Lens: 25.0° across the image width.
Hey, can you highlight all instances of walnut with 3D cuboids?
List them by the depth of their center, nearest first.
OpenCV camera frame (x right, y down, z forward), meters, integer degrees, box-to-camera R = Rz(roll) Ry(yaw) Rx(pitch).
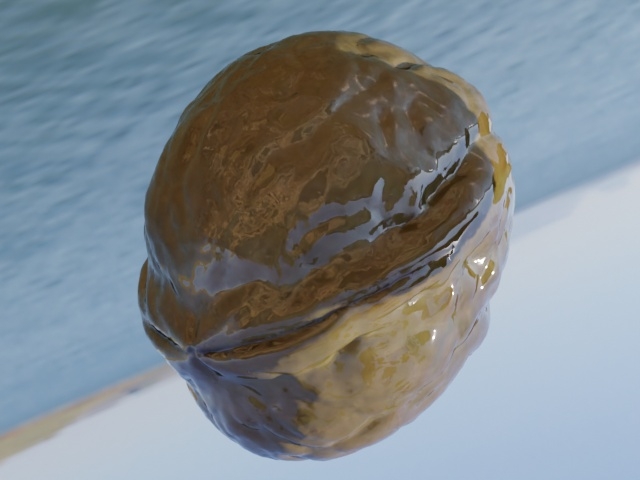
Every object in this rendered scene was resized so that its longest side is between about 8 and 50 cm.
[{"bbox_3d":[0.002,0.000,1.033,0.313,0.252,0.277,-45,154,-46],"label":"walnut"}]
